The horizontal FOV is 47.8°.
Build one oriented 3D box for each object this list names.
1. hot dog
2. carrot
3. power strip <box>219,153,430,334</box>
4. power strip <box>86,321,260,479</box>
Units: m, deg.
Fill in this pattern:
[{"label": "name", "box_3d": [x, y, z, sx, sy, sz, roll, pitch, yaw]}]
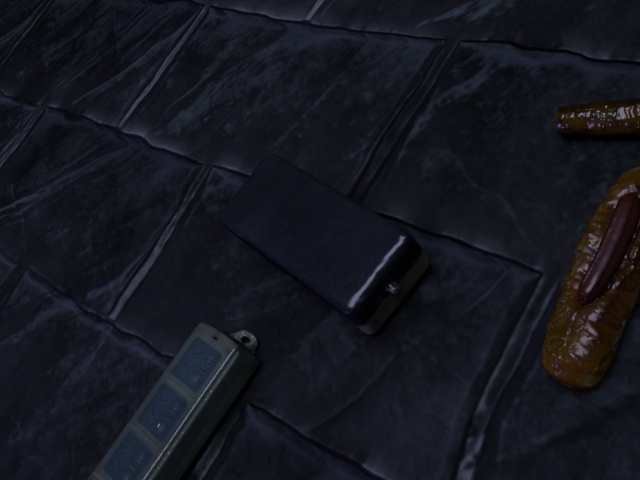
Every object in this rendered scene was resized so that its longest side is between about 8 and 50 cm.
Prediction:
[{"label": "hot dog", "box_3d": [0.246, 0.024, 0.622, 0.066, 0.047, 0.216, 18, 72, 42]}, {"label": "carrot", "box_3d": [0.304, -0.117, 0.678, 0.170, 0.042, 0.042, 2, 63, 34]}, {"label": "power strip", "box_3d": [0.000, 0.000, 0.780, 0.105, 0.070, 0.256, -52, 47, -4]}, {"label": "power strip", "box_3d": [-0.162, 0.203, 0.761, 0.078, 0.052, 0.272, 26, 77, 41]}]
